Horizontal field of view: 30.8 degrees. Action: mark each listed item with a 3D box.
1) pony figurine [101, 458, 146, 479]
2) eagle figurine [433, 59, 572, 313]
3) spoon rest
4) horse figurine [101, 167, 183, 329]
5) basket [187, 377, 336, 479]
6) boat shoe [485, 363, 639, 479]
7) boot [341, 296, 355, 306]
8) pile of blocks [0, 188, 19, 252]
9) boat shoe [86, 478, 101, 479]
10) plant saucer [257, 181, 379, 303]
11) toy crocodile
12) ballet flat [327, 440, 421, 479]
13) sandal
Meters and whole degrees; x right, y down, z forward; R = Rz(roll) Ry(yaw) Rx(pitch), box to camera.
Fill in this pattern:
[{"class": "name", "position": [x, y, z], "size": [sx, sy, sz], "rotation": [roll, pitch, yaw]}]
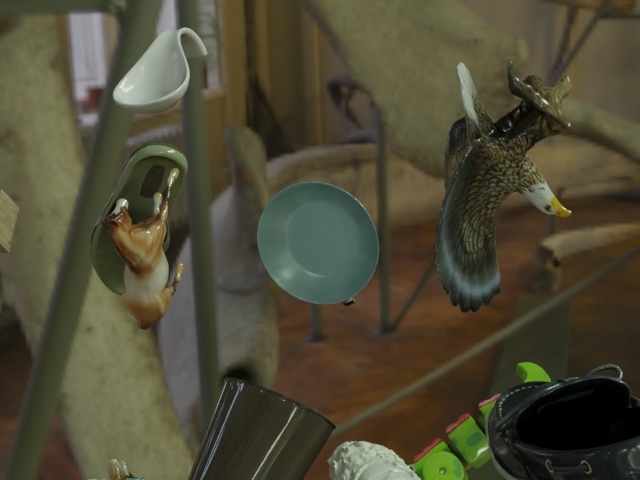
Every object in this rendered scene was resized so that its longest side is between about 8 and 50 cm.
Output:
[{"class": "pony figurine", "position": [-0.237, 0.516, 1.539], "size": [0.302, 0.364, 0.351], "rotation": [-12, 29, 6]}, {"class": "eagle figurine", "position": [0.233, -0.078, 1.581], "size": [0.226, 0.298, 0.225], "rotation": [2, 44, -46]}, {"class": "spoon rest", "position": [-0.276, -0.303, 2.046], "size": [0.137, 0.084, 0.276], "rotation": [-5, 31, 17]}, {"class": "horse figurine", "position": [-0.230, 0.029, 1.556], "size": [0.066, 0.263, 0.174], "rotation": [10, 39, 6]}, {"class": "basket", "position": [-0.107, 0.335, 1.671], "size": [0.204, 0.227, 0.154], "rotation": [7, -24, 47]}, {"class": "boat shoe", "position": [0.308, 0.231, 1.373], "size": [0.186, 0.156, 0.500], "rotation": [-21, 8, -3]}, {"class": "boot", "position": [0.042, 0.083, 2.216], "size": [0.042, 0.087, 0.118], "rotation": [-24, -6, 12]}, {"class": "pile of blocks", "position": [-0.729, -0.051, 2.272], "size": [0.112, 0.149, 0.362], "rotation": [0, -1, 14]}, {"class": "boat shoe", "position": [-0.435, 0.560, 2.556], "size": [0.183, 0.066, 0.066], "rotation": [16, 3, 20]}, {"class": "plant saucer", "position": [0.000, 0.000, 1.764], "size": [0.195, 0.195, 0.037], "rotation": [2, 18, 18]}, {"class": "toy crocodile", "position": [0.237, 0.328, 1.856], "size": [0.340, 0.115, 0.105], "rotation": [-39, 62, -1]}, {"class": "ballet flat", "position": [0.137, 0.437, 1.684], "size": [0.147, 0.147, 0.409], "rotation": [-9, 51, -26]}, {"class": "sandal", "position": [-0.283, -0.019, 1.803], "size": [0.120, 0.303, 0.086], "rotation": [3, 43, -22]}]
